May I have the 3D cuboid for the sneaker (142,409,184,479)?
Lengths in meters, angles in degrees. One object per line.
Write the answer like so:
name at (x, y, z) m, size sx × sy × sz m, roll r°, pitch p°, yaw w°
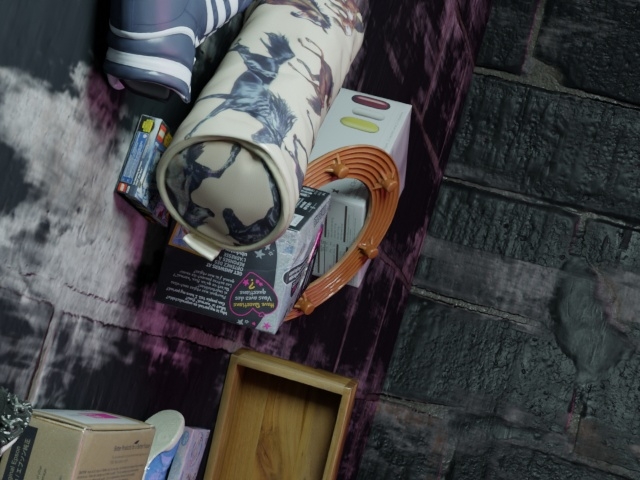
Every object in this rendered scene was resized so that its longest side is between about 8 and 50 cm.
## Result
sneaker at (-0.223, 0.302, 1.744) m, size 0.084 × 0.058 × 0.152 m, roll 78°, pitch 33°, yaw -52°

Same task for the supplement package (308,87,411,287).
supplement package at (0.044, -0.094, 2.240) m, size 0.204 × 0.145 × 0.262 m, roll 91°, pitch 18°, yaw -47°

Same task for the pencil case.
pencil case at (-0.065, -0.160, 1.574) m, size 0.410 × 0.160 × 0.183 m, roll -70°, pitch 178°, yaw -48°

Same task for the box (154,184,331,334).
box at (-0.092, 0.008, 1.683) m, size 0.247 × 0.163 × 0.142 m, roll -55°, pitch 160°, yaw -73°

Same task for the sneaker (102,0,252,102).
sneaker at (-0.141, -0.228, 1.388) m, size 0.282 × 0.099 × 0.153 m, roll -22°, pitch 121°, yaw -66°

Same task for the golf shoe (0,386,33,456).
golf shoe at (-0.331, 0.200, 1.170) m, size 0.198 × 0.077 × 0.094 m, roll -44°, pitch 162°, yaw -59°

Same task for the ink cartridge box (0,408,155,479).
ink cartridge box at (-0.276, 0.284, 1.434) m, size 0.234 × 0.088 × 0.193 m, roll 35°, pitch 69°, yaw -76°

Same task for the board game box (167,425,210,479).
board game box at (-0.198, 0.323, 1.972) m, size 0.090 × 0.020 × 0.090 m, roll 42°, pitch 64°, yaw -77°

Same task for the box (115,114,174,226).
box at (-0.190, -0.078, 1.517) m, size 0.137 × 0.027 × 0.094 m, roll 59°, pitch 49°, yaw -73°

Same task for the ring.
ring at (0.000, 0.000, 2.016) m, size 0.336 × 0.032 × 0.336 m, roll -31°, pitch 145°, yaw -25°

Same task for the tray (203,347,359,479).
tray at (-0.084, 0.399, 2.132) m, size 0.076 × 0.203 × 0.411 m, roll -23°, pitch 127°, yaw -76°
